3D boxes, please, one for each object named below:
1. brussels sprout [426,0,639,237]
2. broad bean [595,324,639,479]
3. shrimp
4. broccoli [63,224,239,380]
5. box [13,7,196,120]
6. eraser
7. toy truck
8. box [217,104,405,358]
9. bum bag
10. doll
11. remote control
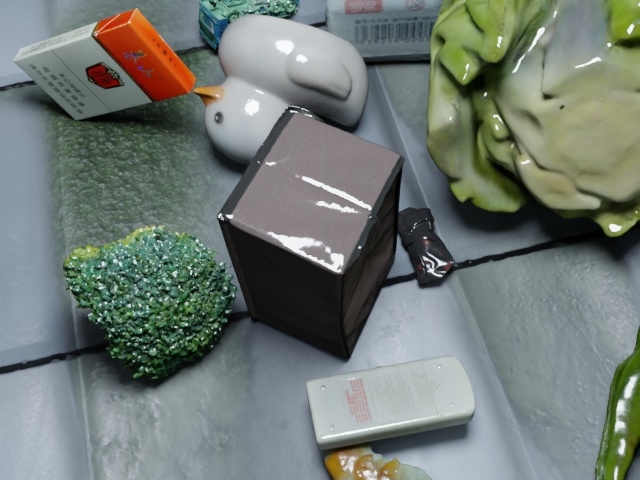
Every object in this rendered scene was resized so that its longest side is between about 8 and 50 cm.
[{"bbox_3d":[0.352,-0.226,1.045,0.426,0.342,0.361,8,37,4],"label":"brussels sprout"},{"bbox_3d":[0.375,0.204,0.932,0.098,0.056,0.317,25,65,-15],"label":"broad bean"},{"bbox_3d":[0.084,0.231,0.940,0.161,0.049,0.166,20,54,17],"label":"shrimp"},{"bbox_3d":[-0.227,0.064,1.004,0.194,0.220,0.194,-27,49,36],"label":"broccoli"},{"bbox_3d":[-0.310,-0.244,1.145,0.245,0.139,0.035,-4,53,33],"label":"box"},{"bbox_3d":[0.120,-0.339,1.213,0.227,0.174,0.081,-3,65,1],"label":"eraser"},{"bbox_3d":[-0.116,-0.367,1.314,0.175,0.081,0.067,-23,59,-33],"label":"toy truck"},{"bbox_3d":[0.000,0.000,0.961,0.153,0.252,0.188,21,61,14],"label":"box"},{"bbox_3d":[0.139,0.003,1.079,0.058,0.034,0.124,-25,59,4],"label":"bum bag"},{"bbox_3d":[-0.057,-0.204,1.150,0.251,0.221,0.221,10,55,-23],"label":"doll"},{"bbox_3d":[0.082,0.186,0.931,0.190,0.029,0.087,-10,49,-5],"label":"remote control"}]
